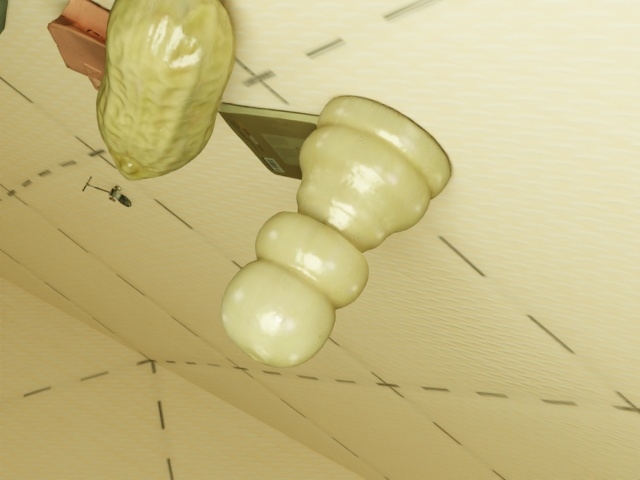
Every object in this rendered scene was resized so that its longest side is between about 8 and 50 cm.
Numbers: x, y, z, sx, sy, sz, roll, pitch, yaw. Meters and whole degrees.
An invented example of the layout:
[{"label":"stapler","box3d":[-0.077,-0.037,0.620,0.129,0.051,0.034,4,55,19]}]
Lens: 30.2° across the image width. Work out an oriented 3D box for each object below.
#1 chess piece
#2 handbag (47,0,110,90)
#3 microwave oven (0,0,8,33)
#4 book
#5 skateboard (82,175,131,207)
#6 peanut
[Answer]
[{"label":"chess piece","box3d":[0.000,0.000,1.305,0.167,0.300,0.167,30,160,12]},{"label":"handbag","box3d":[-0.243,-0.219,1.537,0.212,0.059,0.157,30,161,7]},{"label":"microwave oven","box3d":[-0.547,-0.297,1.573,0.181,0.237,0.295,38,166,-11]},{"label":"book","box3d":[-0.031,-0.118,1.506,0.198,0.016,0.138,13,153,47]},{"label":"skateboard","box3d":[-0.391,-0.086,2.174,0.083,0.032,0.064,20,168,27]},{"label":"peanut","box3d":[-0.177,-0.180,1.344,0.152,0.152,0.313,31,144,7]}]
